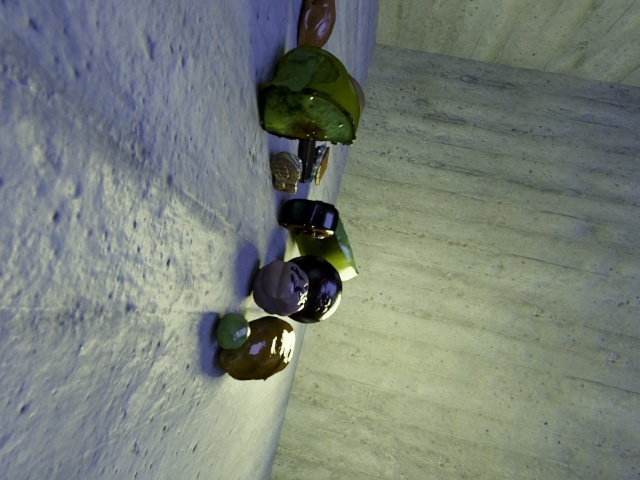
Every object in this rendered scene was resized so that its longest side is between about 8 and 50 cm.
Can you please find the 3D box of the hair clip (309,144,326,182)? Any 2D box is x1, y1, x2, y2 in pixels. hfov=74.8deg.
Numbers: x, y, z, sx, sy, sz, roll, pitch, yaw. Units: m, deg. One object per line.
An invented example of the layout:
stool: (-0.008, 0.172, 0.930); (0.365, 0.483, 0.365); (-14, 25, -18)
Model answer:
hair clip: (-0.026, -0.338, 1.844); (0.195, 0.052, 0.124); (108, 9, -55)

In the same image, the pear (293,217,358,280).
pear: (0.000, 0.000, 1.800); (0.318, 0.239, 0.342); (51, 18, -62)

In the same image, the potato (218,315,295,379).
potato: (-0.185, 0.319, 1.241); (0.369, 0.196, 0.176); (44, 22, -72)

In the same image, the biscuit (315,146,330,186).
biscuit: (0.009, -0.375, 2.102); (0.230, 0.025, 0.130); (-69, 171, -54)

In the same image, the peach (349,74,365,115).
peach: (0.017, -0.439, 1.309); (0.232, 0.233, 0.232); (13, 90, -84)

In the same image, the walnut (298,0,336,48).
walnut: (-0.001, -0.643, 1.222); (0.167, 0.087, 0.211); (70, 33, -86)

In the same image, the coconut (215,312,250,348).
coconut: (-0.217, 0.222, 1.044); (0.096, 0.088, 0.087); (-59, 163, -45)

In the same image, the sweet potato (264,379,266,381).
sweet potato: (-0.206, 0.490, 1.757); (0.060, 0.068, 0.205); (141, -38, -59)

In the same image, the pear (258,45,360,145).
pear: (-0.003, -0.377, 1.039); (0.163, 0.239, 0.255); (83, 21, -54)

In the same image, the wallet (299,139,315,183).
wallet: (-0.043, -0.375, 1.576); (0.165, 0.042, 0.309); (-70, 171, -55)

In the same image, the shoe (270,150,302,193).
shoe: (-0.092, -0.217, 1.248); (0.180, 0.089, 0.092); (96, 10, -64)

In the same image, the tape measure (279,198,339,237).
tape measure: (-0.038, -0.077, 1.502); (0.223, 0.203, 0.134); (89, 11, -84)

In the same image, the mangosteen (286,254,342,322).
mangosteen: (-0.055, 0.187, 1.652); (0.288, 0.289, 0.287); (13, 90, -84)

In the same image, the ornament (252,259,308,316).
ornament: (-0.123, 0.145, 1.316); (0.177, 0.178, 0.177); (13, 90, -84)
